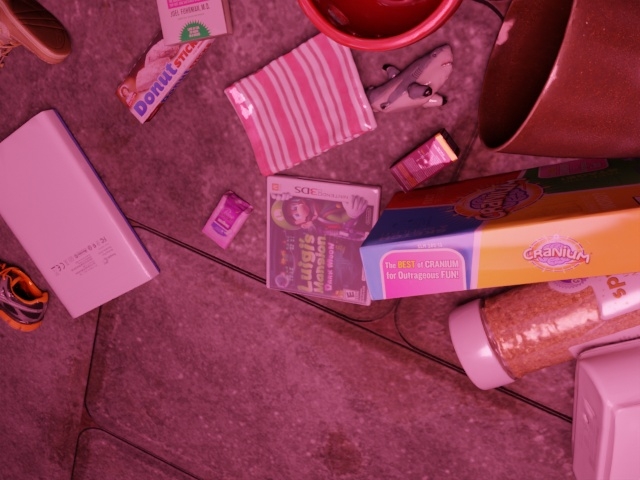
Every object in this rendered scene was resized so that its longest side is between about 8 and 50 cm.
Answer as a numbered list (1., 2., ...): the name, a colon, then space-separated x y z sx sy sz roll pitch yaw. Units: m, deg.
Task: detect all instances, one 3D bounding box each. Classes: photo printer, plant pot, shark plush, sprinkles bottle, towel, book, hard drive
1. photo printer: 0.478 0.214 0.659 0.308 0.107 0.256 -13 124 3
2. plant pot: 0.320 -0.172 0.571 0.231 0.215 0.215 14 115 -3
3. shark plush: 0.100 -0.203 0.714 0.161 0.073 0.067 -8 89 41
4. sprinkles bottle: 0.350 0.083 0.693 0.355 0.121 0.121 -27 101 24
5. towel: -0.031 -0.183 0.738 0.197 0.029 0.144 -19 100 32
6. book: -0.177 -0.345 0.725 0.096 0.035 0.144 -5 103 15
7. plant pot: 0.076 -0.311 0.593 0.191 0.174 0.191 6 112 14
8. hard drive: -0.447 -0.035 0.941 0.210 0.040 0.318 -25 102 24

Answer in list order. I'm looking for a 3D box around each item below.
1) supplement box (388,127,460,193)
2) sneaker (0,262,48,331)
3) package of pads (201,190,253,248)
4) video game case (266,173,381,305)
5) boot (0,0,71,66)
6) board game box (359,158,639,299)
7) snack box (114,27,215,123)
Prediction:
1. supplement box: 0.140 -0.107 0.721 0.083 0.055 0.043 -35 96 25
2. sneaker: -0.605 0.076 1.017 0.215 0.084 0.083 40 115 -11
3. package of pads: -0.148 -0.032 0.854 0.050 0.032 0.083 37 117 -2
4. video game case: 0.000 0.000 0.825 0.173 0.022 0.190 8 113 15
5. boot: -0.493 -0.301 0.832 0.213 0.077 0.165 42 116 4
6. board game box: 0.226 -0.024 0.623 0.317 0.242 0.064 -9 106 20
7. snack box: -0.232 -0.257 0.796 0.178 0.022 0.064 -41 94 26
